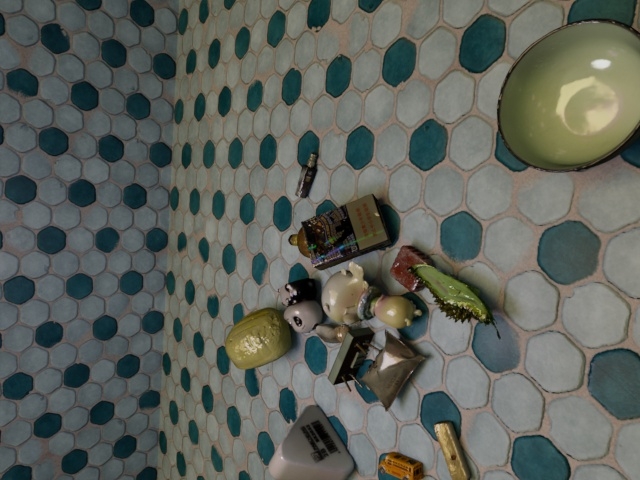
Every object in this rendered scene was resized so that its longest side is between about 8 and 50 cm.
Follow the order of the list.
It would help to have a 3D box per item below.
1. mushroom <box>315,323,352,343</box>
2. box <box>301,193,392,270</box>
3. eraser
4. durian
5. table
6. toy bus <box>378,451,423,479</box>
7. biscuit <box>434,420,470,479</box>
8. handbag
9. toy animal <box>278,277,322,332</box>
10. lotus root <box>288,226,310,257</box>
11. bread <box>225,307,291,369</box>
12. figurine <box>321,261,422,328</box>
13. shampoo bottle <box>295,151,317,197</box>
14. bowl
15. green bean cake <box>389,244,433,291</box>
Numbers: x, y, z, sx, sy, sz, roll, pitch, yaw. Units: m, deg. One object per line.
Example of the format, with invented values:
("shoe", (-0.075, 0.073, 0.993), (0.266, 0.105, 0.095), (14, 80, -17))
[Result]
("mushroom", (0.062, 0.383, 1.839), (0.092, 0.081, 0.223), (59, 155, -9))
("box", (0.097, -0.029, 1.713), (0.310, 0.084, 0.198), (-21, 72, 14))
("eraser", (-0.016, 0.893, 1.866), (0.331, 0.331, 0.150), (51, 124, 36))
("durian", (0.428, 0.184, 1.414), (0.375, 0.106, 0.132), (36, 88, 40))
("table", (0.139, 0.474, 1.748), (0.111, 0.121, 0.240), (40, 120, 42))
("toy bus", (0.287, 0.817, 1.617), (0.162, 0.069, 0.074), (-3, 87, 48))
("biscuit", (0.433, 0.688, 1.462), (0.056, 0.052, 0.188), (-31, 68, 31))
("handbag", (0.246, 0.466, 1.625), (0.182, 0.117, 0.270), (43, 116, 36))
("toy animal", (-0.083, 0.291, 1.970), (0.187, 0.165, 0.235), (141, 120, -63))
("lotus root", (0.000, 0.000, 1.876), (0.314, 0.141, 0.169), (7, 85, 33))
("bread", (-0.293, 0.461, 2.116), (0.320, 0.320, 0.237), (-26, 90, 46))
("figurine", (0.178, 0.210, 1.641), (0.394, 0.226, 0.274), (17, 130, 38))
("shampoo bottle", (-0.061, -0.297, 2.027), (0.063, 0.057, 0.208), (43, 120, 49))
("bowl", (0.645, -0.335, 1.106), (0.354, 0.185, 0.354), (0, 90, 50))
("green bean cake", (0.324, 0.098, 1.581), (0.135, 0.056, 0.136), (44, 121, 41))
